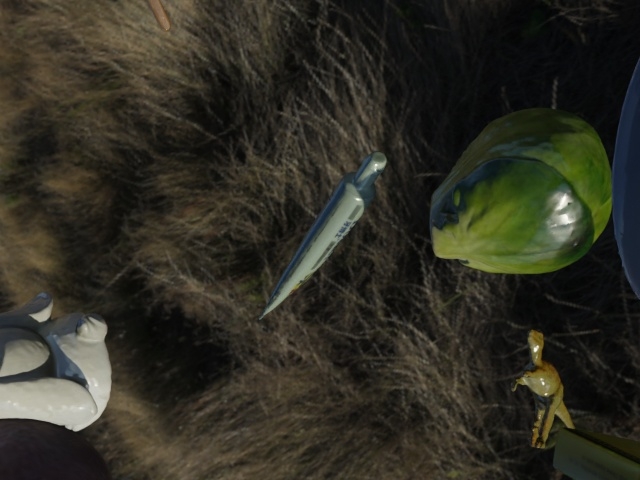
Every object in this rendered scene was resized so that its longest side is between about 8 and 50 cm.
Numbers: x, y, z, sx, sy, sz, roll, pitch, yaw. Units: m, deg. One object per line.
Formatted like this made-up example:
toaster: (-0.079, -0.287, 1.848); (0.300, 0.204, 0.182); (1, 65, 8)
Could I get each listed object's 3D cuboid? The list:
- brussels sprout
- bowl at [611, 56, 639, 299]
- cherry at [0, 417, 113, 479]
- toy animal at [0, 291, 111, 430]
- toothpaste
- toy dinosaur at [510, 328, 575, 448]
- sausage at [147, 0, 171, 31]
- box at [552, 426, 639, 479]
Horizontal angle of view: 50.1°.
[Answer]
brussels sprout: (0.287, -0.058, 1.002); (0.210, 0.271, 0.219); (-95, -21, -48)
bowl: (0.365, -0.067, 0.557); (0.287, 0.144, 0.286); (5, -90, -89)
cherry: (-0.388, 0.333, 0.801); (0.261, 0.307, 0.221); (-8, 102, 23)
toy animal: (-0.517, 0.214, 1.183); (0.206, 0.265, 0.271); (-50, 57, 31)
toothpaste: (0.000, 0.000, 0.720); (0.037, 0.067, 0.255); (41, 131, 7)
toy dinosaur: (0.259, 0.165, 0.763); (0.039, 0.162, 0.126); (4, 85, 43)
sausage: (-0.324, -0.463, 1.338); (0.026, 0.026, 0.116); (-7, 112, 56)
box: (0.340, 0.204, 0.518); (0.153, 0.279, 0.041); (172, 113, -82)
